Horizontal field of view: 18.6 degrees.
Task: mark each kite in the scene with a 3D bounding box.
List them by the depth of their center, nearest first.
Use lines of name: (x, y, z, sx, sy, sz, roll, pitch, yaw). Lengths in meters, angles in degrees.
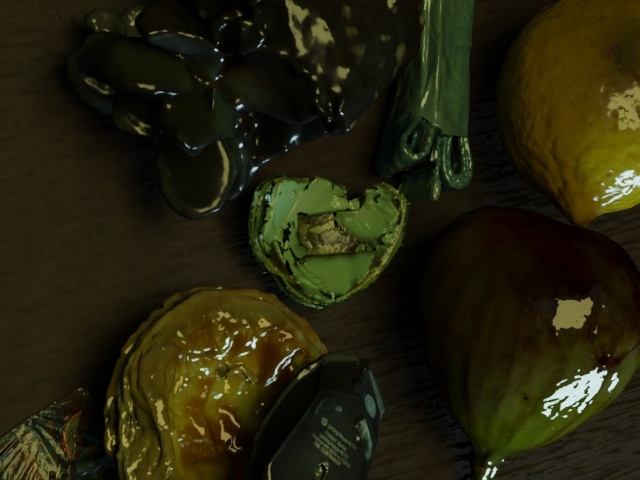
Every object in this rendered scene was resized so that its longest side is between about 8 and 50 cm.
kite: (-0.209, 0.197, 1.609, 0.183, 0.010, 0.160, 19, 75, -28)

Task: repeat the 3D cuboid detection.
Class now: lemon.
lemon: (0.258, -0.132, 1.831, 0.188, 0.188, 0.257, 21, 62, -27)

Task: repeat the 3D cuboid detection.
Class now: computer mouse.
computer mouse: (-0.010, 0.179, 1.591, 0.106, 0.062, 0.192, 46, 54, -28)

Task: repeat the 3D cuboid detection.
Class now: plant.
plant: (-0.055, -0.155, 1.642, 0.276, 0.188, 0.199, -35, 101, -30)

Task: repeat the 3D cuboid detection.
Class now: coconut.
coconut: (-0.003, -0.002, 1.732, 0.158, 0.055, 0.133, 17, 77, -27)

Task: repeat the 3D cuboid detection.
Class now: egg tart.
egg tart: (-0.085, 0.156, 1.635, 0.241, 0.106, 0.241, 6, 80, -35)

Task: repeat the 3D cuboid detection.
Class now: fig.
fig: (0.168, 0.137, 1.766, 0.217, 0.217, 0.321, 10, 104, -30)

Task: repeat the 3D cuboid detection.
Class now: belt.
belt: (0.097, -0.181, 1.808, 0.087, 0.072, 0.302, 11, 76, -34)

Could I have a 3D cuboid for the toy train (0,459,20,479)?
toy train: (-0.301, 0.167, 1.519, 0.125, 0.080, 0.194, -3, 83, -37)
